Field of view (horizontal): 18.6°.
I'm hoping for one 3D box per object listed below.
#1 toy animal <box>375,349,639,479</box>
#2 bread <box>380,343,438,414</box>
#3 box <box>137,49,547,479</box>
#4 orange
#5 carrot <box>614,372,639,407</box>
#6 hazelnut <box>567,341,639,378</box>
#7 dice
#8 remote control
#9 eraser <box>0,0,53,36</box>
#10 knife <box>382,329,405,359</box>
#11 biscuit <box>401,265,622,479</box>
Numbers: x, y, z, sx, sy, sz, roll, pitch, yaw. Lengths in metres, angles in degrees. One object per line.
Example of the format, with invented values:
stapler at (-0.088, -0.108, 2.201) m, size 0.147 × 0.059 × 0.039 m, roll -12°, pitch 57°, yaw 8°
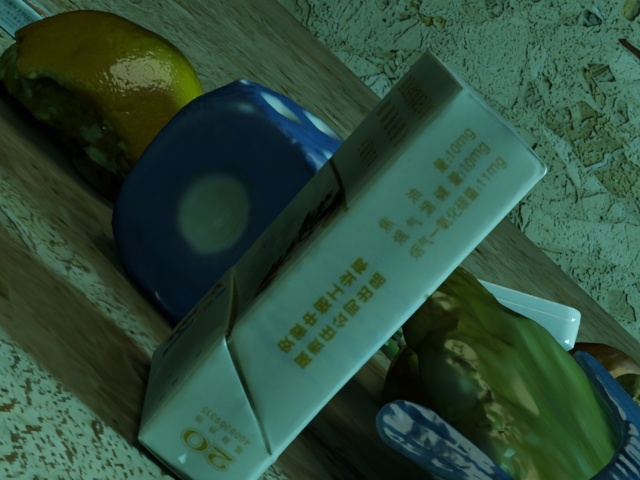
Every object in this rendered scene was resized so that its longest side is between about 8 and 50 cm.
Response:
toy animal at (0.137, 0.171, 0.987) m, size 0.255 × 0.176 × 0.239 m, roll 52°, pitch 42°, yaw -14°
bread at (0.168, 0.163, 1.456) m, size 0.271 × 0.077 × 0.139 m, roll 39°, pitch 38°, yaw 1°
box at (0.006, 0.015, 1.000) m, size 0.067 × 0.233 × 0.149 m, roll 41°, pitch 7°, yaw -8°
orange at (-0.142, -0.098, 1.357) m, size 0.160 × 0.112 × 0.170 m, roll 48°, pitch -1°, yaw 39°
carrot at (0.216, 0.193, 1.374) m, size 0.049 × 0.049 × 0.254 m, roll 37°, pitch 41°, yaw -28°
hazelnut at (0.210, 0.156, 1.577) m, size 0.154 × 0.143 × 0.143 m, roll 60°, pitch 13°, yaw 11°
dice at (-0.033, -0.006, 1.229) m, size 0.146 × 0.143 × 0.146 m, roll 46°, pitch 9°, yaw 25°
remote control at (0.054, 0.036, 1.381) m, size 0.250 × 0.034 × 0.103 m, roll 17°, pitch -14°, yaw -8°
eraser at (-0.230, -0.173, 1.565) m, size 0.122 × 0.029 × 0.052 m, roll 40°, pitch 9°, yaw -12°
knife at (0.084, 0.117, 1.567) m, size 0.054 × 0.015 × 0.212 m, roll 35°, pitch 11°, yaw -33°
biscuit at (0.152, 0.163, 1.217) m, size 0.329 × 0.078 × 0.335 m, roll 41°, pitch 23°, yaw -55°
